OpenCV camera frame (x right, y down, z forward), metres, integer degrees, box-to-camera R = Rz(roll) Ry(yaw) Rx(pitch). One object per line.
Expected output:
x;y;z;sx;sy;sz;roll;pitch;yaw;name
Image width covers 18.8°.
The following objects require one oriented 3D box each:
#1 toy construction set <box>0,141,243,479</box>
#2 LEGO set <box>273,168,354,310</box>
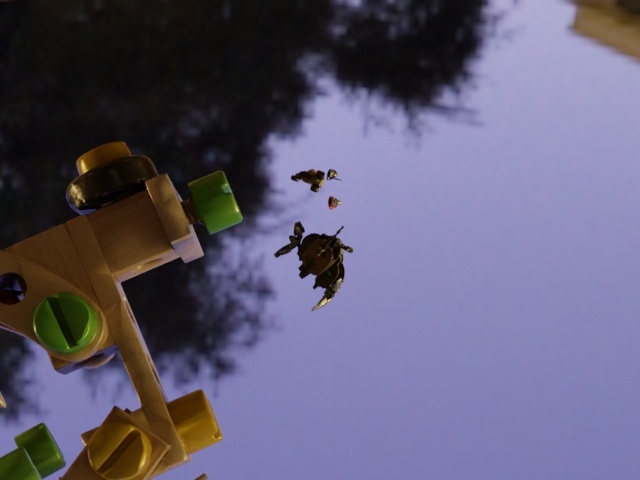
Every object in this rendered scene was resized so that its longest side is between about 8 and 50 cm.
-0.127;0.086;1.201;0.237;0.309;0.257;-29;-122;-7;toy construction set
0.002;-0.001;1.134;0.054;0.083;0.023;19;-172;35;LEGO set
